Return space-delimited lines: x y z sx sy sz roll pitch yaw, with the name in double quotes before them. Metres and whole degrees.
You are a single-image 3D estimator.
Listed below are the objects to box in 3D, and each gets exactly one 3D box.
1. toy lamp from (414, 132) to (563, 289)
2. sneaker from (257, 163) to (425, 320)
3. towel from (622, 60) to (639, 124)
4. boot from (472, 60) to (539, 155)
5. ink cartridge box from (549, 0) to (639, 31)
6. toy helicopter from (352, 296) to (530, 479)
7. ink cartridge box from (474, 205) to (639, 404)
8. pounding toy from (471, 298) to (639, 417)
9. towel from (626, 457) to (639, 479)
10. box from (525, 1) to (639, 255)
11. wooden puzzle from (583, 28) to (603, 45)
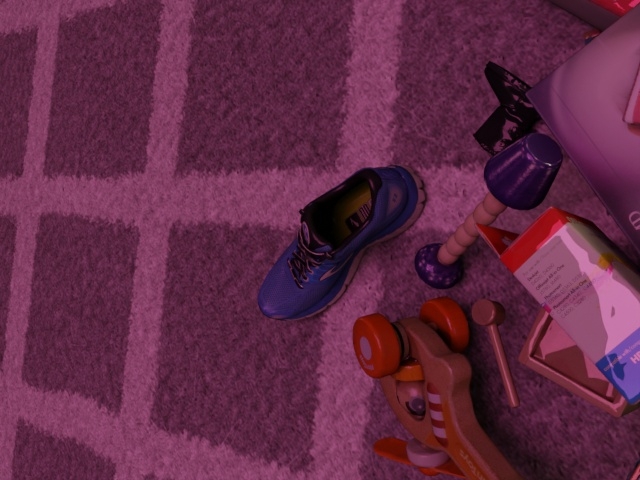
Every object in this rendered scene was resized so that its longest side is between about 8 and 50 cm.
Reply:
"toy lamp" 0.201 -0.028 0.798 0.080 0.080 0.275 63 152 23
"sneaker" 0.000 0.000 0.984 0.330 0.147 0.130 -48 60 24
"towel" 0.383 -0.154 0.563 0.197 0.029 0.144 22 98 39
"boot" 0.246 -0.176 0.885 0.121 0.045 0.099 50 120 31
"ink cartridge box" 0.382 -0.412 0.747 0.226 0.131 0.306 47 109 31
"toy helicopter" 0.166 0.253 0.823 0.355 0.140 0.235 -130 37 -48
"ink cartridge box" 0.277 0.045 0.659 0.078 0.134 0.231 -49 58 23
"pounding toy" 0.291 0.124 0.786 0.206 0.094 0.181 29 103 37
"towel" 0.445 0.170 0.549 0.271 0.040 0.370 26 103 2
"box" 0.428 -0.116 0.655 0.294 0.182 0.296 -40 63 28
"wooden puzzle" 0.365 -0.249 0.823 0.049 0.006 0.083 -13 77 35
